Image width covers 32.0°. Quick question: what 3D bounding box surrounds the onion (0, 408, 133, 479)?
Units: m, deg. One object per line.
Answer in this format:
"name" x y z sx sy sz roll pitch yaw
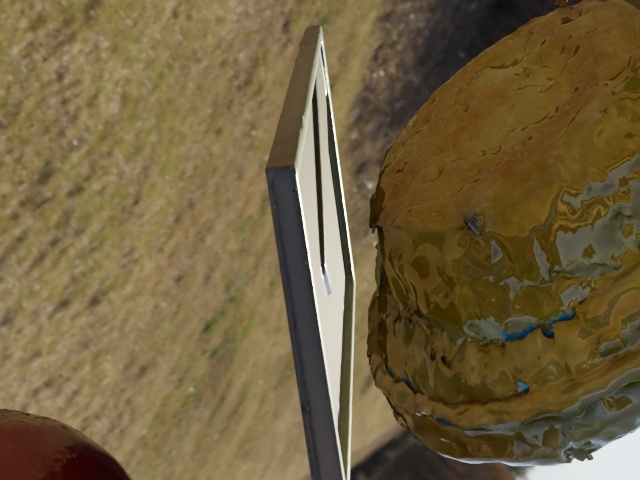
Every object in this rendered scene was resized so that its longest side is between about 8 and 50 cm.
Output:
"onion" -0.286 0.289 0.820 0.341 0.341 0.341 -39 168 -10

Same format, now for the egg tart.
"egg tart" 0.166 -0.035 0.751 0.387 0.169 0.388 -33 -153 19

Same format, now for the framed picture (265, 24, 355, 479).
"framed picture" 0.000 0.000 1.083 0.028 0.326 0.446 -6 -157 5
